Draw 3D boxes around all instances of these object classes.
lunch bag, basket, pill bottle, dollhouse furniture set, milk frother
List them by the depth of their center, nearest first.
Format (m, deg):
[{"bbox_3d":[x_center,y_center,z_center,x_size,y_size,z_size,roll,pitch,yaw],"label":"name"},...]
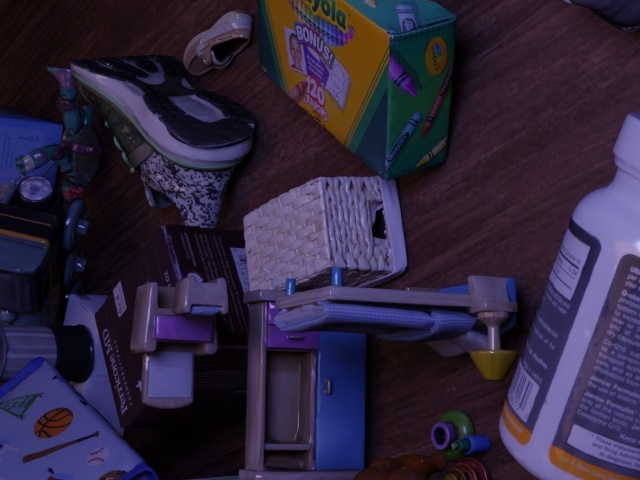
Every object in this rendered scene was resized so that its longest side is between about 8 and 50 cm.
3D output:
[{"bbox_3d":[0.251,0.054,0.893,0.162,0.162,0.278,35,114,49],"label":"pill bottle"},{"bbox_3d":[0.000,0.135,1.108,0.303,0.286,0.198,-17,71,63],"label":"dollhouse furniture set"},{"bbox_3d":[0.000,0.000,1.277,0.167,0.103,0.113,-23,68,49],"label":"basket"},{"bbox_3d":[-0.313,0.405,1.507,0.328,0.239,0.385,34,150,48],"label":"lunch bag"},{"bbox_3d":[-0.395,0.194,1.619,0.129,0.134,0.143,-46,53,39],"label":"milk frother"}]

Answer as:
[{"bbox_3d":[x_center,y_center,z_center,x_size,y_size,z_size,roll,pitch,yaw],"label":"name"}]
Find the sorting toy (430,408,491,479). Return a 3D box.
[{"bbox_3d":[0.131,0.209,1.134,0.061,0.042,0.102,-51,49,37],"label":"sorting toy"}]

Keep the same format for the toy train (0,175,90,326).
[{"bbox_3d":[-0.429,0.062,1.715,0.334,0.142,0.190,103,-178,-47],"label":"toy train"}]

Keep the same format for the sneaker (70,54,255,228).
[{"bbox_3d":[-0.236,-0.136,1.580,0.410,0.158,0.182,40,128,50],"label":"sneaker"}]

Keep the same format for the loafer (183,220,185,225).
[{"bbox_3d":[-0.162,0.015,1.542,0.045,0.039,0.125,-49,50,38],"label":"loafer"}]

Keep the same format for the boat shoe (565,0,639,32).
[{"bbox_3d":[0.209,-0.315,1.037,0.112,0.095,0.335,-54,48,35],"label":"boat shoe"}]

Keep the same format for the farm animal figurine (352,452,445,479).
[{"bbox_3d":[0.069,0.379,1.069,0.326,0.172,0.330,23,115,45],"label":"farm animal figurine"}]

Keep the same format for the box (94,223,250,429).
[{"bbox_3d":[-0.143,0.107,1.403,0.203,0.167,0.168,-47,52,40],"label":"box"}]

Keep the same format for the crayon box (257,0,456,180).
[{"bbox_3d":[0.030,-0.206,1.230,0.278,0.081,0.165,46,146,45],"label":"crayon box"}]

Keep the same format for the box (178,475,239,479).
[{"bbox_3d":[-0.161,0.400,1.322,0.126,0.262,0.231,30,111,50],"label":"box"}]

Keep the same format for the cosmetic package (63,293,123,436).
[{"bbox_3d":[-0.334,0.206,1.717,0.117,0.085,0.231,31,109,49],"label":"cosmetic package"}]

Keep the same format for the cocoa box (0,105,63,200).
[{"bbox_3d":[-0.602,-0.057,1.970,0.228,0.231,0.347,20,103,51],"label":"cocoa box"}]

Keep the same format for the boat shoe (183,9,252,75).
[{"bbox_3d":[-0.136,-0.249,1.524,0.135,0.050,0.045,-36,54,45],"label":"boat shoe"}]

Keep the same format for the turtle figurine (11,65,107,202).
[{"bbox_3d":[-0.389,-0.147,1.803,0.175,0.118,0.234,-42,-38,-85],"label":"turtle figurine"}]
